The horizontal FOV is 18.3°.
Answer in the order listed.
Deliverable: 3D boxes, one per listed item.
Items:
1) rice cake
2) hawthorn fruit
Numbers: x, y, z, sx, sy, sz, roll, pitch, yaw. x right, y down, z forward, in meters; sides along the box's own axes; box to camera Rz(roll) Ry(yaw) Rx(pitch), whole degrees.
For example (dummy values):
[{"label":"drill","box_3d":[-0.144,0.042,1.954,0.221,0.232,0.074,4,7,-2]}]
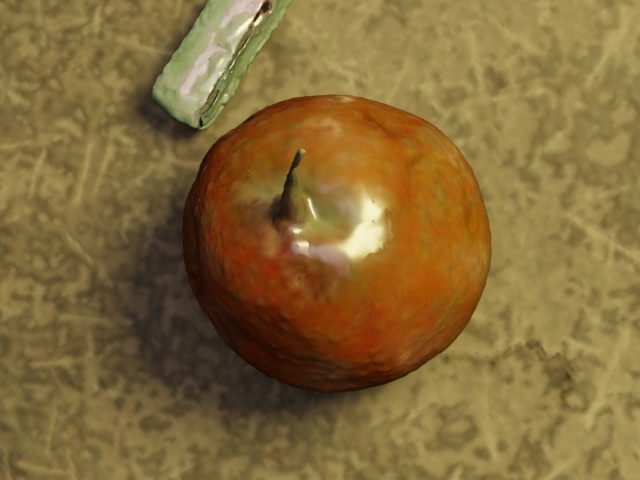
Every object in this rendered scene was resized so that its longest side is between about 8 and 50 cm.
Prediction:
[{"label":"rice cake","box_3d":[-0.017,-0.147,0.993,0.033,0.033,0.207,32,88,17]},{"label":"hawthorn fruit","box_3d":[-0.008,0.002,0.913,0.149,0.189,0.149,2,93,35]}]
